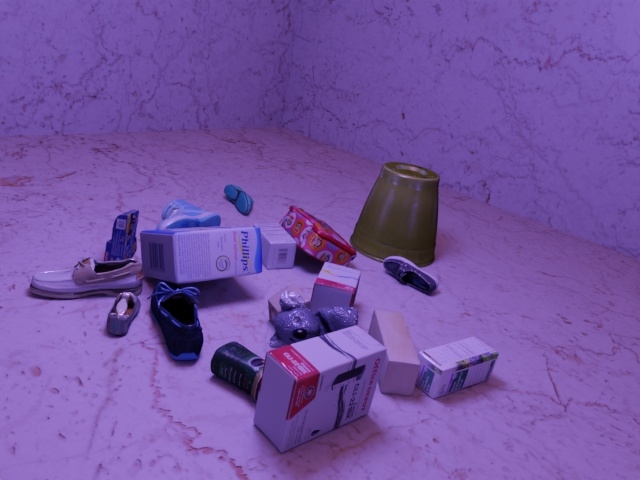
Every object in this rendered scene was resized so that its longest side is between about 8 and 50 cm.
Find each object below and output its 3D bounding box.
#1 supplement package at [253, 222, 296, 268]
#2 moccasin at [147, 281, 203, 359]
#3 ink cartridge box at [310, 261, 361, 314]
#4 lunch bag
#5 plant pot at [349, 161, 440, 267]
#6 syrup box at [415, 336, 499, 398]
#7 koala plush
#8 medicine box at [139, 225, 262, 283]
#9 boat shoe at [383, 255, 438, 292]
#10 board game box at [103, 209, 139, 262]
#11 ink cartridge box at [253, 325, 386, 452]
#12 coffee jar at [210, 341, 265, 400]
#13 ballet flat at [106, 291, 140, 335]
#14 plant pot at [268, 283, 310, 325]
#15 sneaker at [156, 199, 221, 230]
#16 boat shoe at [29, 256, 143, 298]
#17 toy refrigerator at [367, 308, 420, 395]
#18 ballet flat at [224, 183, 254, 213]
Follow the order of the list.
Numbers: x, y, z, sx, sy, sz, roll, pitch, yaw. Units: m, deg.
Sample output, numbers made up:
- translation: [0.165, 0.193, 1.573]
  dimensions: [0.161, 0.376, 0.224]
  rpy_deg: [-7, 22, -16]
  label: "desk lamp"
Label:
- translation: [-0.173, 0.018, 2.088]
  dimensions: [0.105, 0.105, 0.179]
  rpy_deg: [-3, 25, -27]
  label: "supplement package"
- translation: [-0.374, 0.187, 1.552]
  dimensions: [0.137, 0.117, 0.342]
  rpy_deg: [-2, 25, -31]
  label: "moccasin"
- translation: [0.046, 0.166, 1.796]
  dimensions: [0.127, 0.128, 0.176]
  rpy_deg: [14, 22, 6]
  label: "ink cartridge box"
- translation: [0.000, 0.000, 2.154]
  dimensions: [0.258, 0.120, 0.293]
  rpy_deg: [30, 8, -37]
  label: "lunch bag"
- translation: [0.332, -0.125, 2.357]
  dimensions: [0.366, 0.353, 0.366]
  rpy_deg: [9, 22, -4]
  label: "plant pot"
- translation: [0.367, 0.343, 1.564]
  dimensions: [0.237, 0.093, 0.096]
  rpy_deg: [-6, 28, -37]
  label: "syrup box"
- translation: [-0.023, 0.240, 1.528]
  dimensions: [0.221, 0.196, 0.203]
  rpy_deg: [12, 10, 2]
  label: "koala plush"
- translation: [-0.369, 0.036, 1.772]
  dimensions: [0.289, 0.149, 0.263]
  rpy_deg: [-6, 5, -38]
  label: "medicine box"
- translation: [0.321, 0.129, 2.106]
  dimensions: [0.228, 0.080, 0.076]
  rpy_deg: [31, 26, 25]
  label: "boat shoe"
- translation: [-0.639, -0.003, 1.856]
  dimensions: [0.060, 0.194, 0.194]
  rpy_deg: [9, 7, -7]
  label: "board game box"
- translation: [0.003, 0.325, 1.290]
  dimensions: [0.273, 0.197, 0.114]
  rpy_deg: [-10, 31, -41]
  label: "ink cartridge box"
- translation: [-0.169, 0.319, 1.380]
  dimensions: [0.184, 0.079, 0.096]
  rpy_deg: [23, 22, 29]
  label: "coffee jar"
- translation: [-0.532, 0.179, 1.562]
  dimensions: [0.072, 0.068, 0.213]
  rpy_deg: [7, 22, -11]
  label: "ballet flat"
- translation: [-0.095, 0.206, 1.673]
  dimensions: [0.096, 0.109, 0.109]
  rpy_deg: [-14, 31, -25]
  label: "plant pot"
- translation: [-0.536, -0.067, 2.101]
  dimensions: [0.208, 0.127, 0.319]
  rpy_deg: [22, 15, 21]
  label: "sneaker"
- translation: [-0.667, 0.098, 1.647]
  dimensions: [0.302, 0.103, 0.113]
  rpy_deg: [0, 24, -26]
  label: "boat shoe"
- translation: [0.200, 0.301, 1.577]
  dimensions: [0.094, 0.102, 0.269]
  rpy_deg: [9, 21, -6]
  label: "toy refrigerator"
- translation: [-0.343, -0.184, 2.546]
  dimensions: [0.087, 0.083, 0.247]
  rpy_deg: [12, 19, -39]
  label: "ballet flat"
